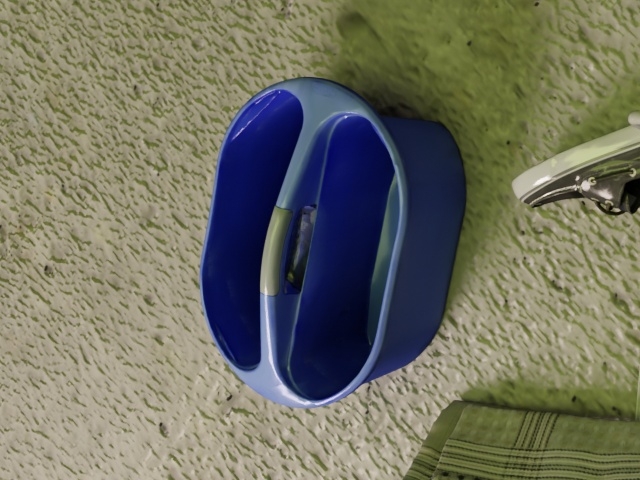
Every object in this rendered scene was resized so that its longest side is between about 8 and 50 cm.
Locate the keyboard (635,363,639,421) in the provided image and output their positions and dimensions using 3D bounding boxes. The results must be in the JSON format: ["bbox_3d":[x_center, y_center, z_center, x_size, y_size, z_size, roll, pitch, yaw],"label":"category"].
[{"bbox_3d":[0.336,0.130,1.860,0.072,0.014,0.256,11,103,35],"label":"keyboard"}]

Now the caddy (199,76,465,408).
[{"bbox_3d":[0.000,0.000,1.991,0.241,0.179,0.341,20,109,32],"label":"caddy"}]

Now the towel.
[{"bbox_3d":[0.181,0.276,1.837,0.324,0.312,0.056,1,138,40],"label":"towel"}]

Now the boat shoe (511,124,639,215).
[{"bbox_3d":[0.286,-0.062,1.833,0.228,0.080,0.076,-21,83,30],"label":"boat shoe"}]

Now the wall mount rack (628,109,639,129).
[{"bbox_3d":[0.426,-0.177,1.644,0.304,0.130,0.350,10,84,39],"label":"wall mount rack"}]
